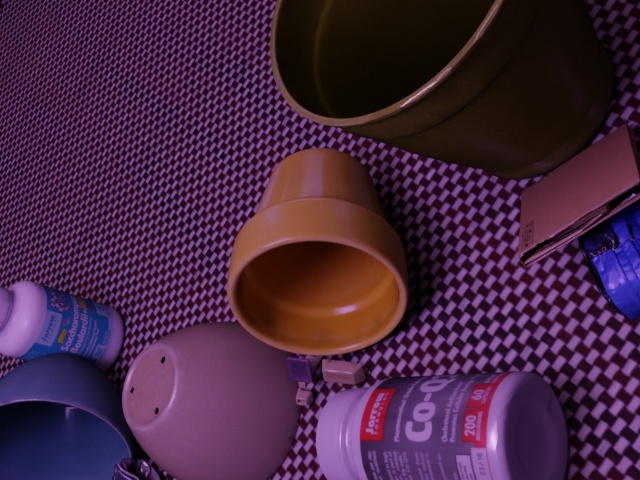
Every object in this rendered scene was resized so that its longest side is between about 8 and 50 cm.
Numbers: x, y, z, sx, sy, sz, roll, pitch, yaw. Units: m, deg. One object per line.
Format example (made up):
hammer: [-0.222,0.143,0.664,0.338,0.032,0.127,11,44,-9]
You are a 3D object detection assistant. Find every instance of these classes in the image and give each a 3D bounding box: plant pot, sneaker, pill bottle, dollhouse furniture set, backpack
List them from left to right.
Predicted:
pill bottle: [-0.519,0.164,1.719,0.146,0.264,0.146,-20,59,37]
plant pot: [-0.475,0.317,1.621,0.290,0.290,0.195,-41,29,23]
sneaker: [-0.365,0.445,1.554,0.226,0.086,0.163,8,88,34]
plant pot: [-0.196,0.247,1.420,0.284,0.191,0.284,-21,57,37]
plant pot: [0.000,0.000,1.322,0.254,0.254,0.239,-32,36,30]
dollhouse furniture set: [0.022,0.197,1.363,0.114,0.091,0.081,3,30,23]
pill bottle: [0.140,0.246,1.110,0.283,0.161,0.161,-11,64,41]
plant pot: [0.187,-0.247,1.153,0.366,0.353,0.366,-20,59,37]
backpack: [0.361,0.023,1.045,0.101,0.098,0.120,-32,50,30]

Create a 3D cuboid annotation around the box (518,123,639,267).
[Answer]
box: [0.314,-0.059,1.100,0.164,0.021,0.201,-36,12,26]
